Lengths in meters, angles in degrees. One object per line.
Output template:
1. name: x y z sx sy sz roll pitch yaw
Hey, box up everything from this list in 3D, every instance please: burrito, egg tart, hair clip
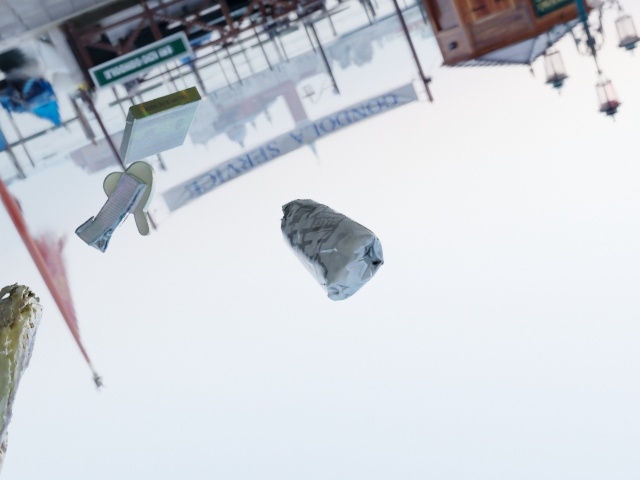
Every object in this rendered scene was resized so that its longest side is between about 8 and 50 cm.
1. burrito: 0.000 0.000 1.402 0.101 0.138 0.445 4 -168 -19
2. egg tart: -0.439 0.187 0.948 0.116 0.294 0.295 14 -178 -19
3. hair clip: -0.424 -0.071 1.609 0.218 0.159 0.071 -56 168 -8

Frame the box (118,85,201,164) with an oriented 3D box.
1. box: -0.285 -0.199 1.307 0.121 0.030 0.193 -24 172 -25
